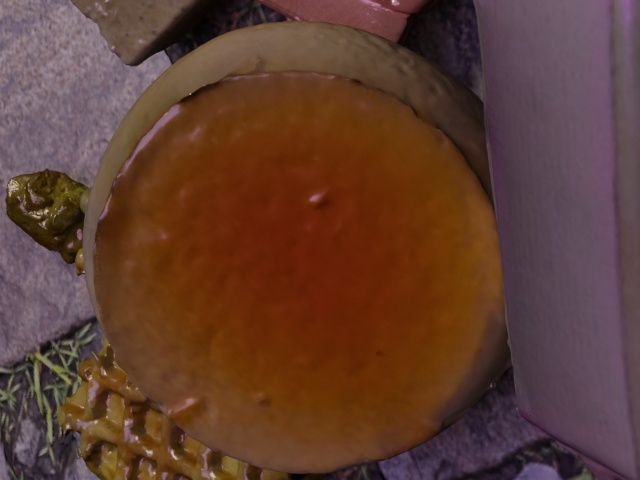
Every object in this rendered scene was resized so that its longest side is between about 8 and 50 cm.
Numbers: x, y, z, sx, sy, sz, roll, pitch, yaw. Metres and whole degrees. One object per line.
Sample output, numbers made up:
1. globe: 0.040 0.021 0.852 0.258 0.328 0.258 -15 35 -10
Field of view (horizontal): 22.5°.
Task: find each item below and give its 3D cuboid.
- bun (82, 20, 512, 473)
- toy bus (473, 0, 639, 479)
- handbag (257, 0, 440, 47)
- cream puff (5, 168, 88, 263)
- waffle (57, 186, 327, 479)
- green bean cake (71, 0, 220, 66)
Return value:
1. bun: 0.000 0.000 1.060 0.298 0.165 0.299 3 110 8
2. toy bus: 0.181 -0.053 0.829 0.171 0.162 0.386 22 130 47
3. handbag: 0.035 -0.239 1.056 0.157 0.059 0.213 29 103 10
4. cream puff: -0.218 -0.025 1.325 0.083 0.083 0.058 9 54 49
5. waffle: -0.102 0.093 1.234 0.281 0.058 0.301 -14 83 37
6. green bean cake: -0.108 -0.224 1.183 0.179 0.085 0.109 -38 91 34
